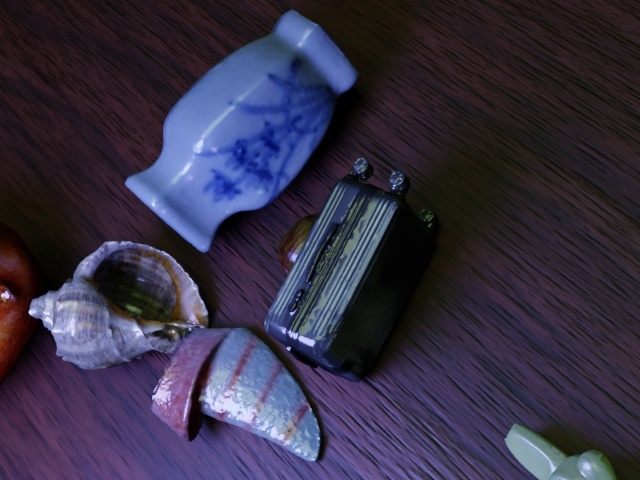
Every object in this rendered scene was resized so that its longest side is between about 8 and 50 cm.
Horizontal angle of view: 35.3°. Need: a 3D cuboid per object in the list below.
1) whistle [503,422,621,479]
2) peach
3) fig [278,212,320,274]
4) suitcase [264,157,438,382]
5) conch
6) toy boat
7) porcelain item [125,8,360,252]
[{"bbox_3d":[0.373,0.342,1.326,0.141,0.141,0.294,-41,41,3],"label":"whistle"},{"bbox_3d":[-0.642,0.118,1.746,0.372,0.290,0.372,-48,18,21],"label":"peach"},{"bbox_3d":[0.000,0.000,1.637,0.155,0.103,0.109,-44,34,-14],"label":"fig"},{"bbox_3d":[0.054,0.052,1.529,0.128,0.202,0.312,23,79,30],"label":"suitcase"},{"bbox_3d":[-0.341,0.124,1.708,0.291,0.159,0.210,14,61,-16],"label":"conch"},{"bbox_3d":[-0.111,0.251,1.596,0.282,0.096,0.206,21,66,20],"label":"toy boat"},{"bbox_3d":[-0.126,-0.183,1.689,0.405,0.242,0.178,-48,33,-3],"label":"porcelain item"}]
